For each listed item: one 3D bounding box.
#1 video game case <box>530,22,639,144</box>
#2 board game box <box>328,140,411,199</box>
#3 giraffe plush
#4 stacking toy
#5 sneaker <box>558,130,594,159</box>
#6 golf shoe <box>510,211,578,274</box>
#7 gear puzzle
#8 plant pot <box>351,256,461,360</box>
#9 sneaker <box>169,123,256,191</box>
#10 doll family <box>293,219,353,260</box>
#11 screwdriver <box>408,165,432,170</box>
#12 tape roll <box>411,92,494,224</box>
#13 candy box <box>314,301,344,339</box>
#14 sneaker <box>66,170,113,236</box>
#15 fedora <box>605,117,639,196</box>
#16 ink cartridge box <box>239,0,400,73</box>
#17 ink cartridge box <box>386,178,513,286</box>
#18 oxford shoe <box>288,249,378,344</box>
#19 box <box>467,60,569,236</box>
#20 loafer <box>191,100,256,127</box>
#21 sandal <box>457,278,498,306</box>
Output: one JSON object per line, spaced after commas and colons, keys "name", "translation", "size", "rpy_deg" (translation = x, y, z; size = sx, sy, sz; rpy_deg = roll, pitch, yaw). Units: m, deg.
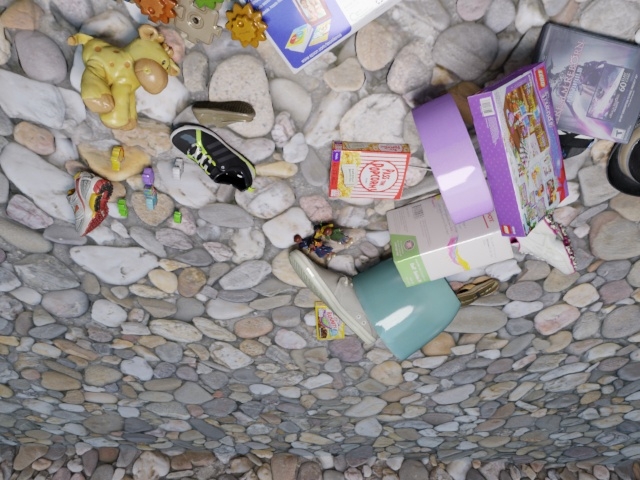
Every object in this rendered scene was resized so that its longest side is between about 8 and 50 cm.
{"name": "video game case", "translation": [0.573, -0.330, 0.957], "size": [0.274, 0.026, 0.196], "rpy_deg": [9, 107, -10]}
{"name": "board game box", "translation": [0.121, -0.178, 1.142], "size": [0.193, 0.045, 0.147], "rpy_deg": [1, 134, -2]}
{"name": "giraffe plush", "translation": [-0.383, -0.347, 0.916], "size": [0.170, 0.181, 0.210], "rpy_deg": [-14, 99, -1]}
{"name": "stacking toy", "translation": [-0.449, -0.137, 1.176], "size": [0.166, 0.052, 0.221], "rpy_deg": [9, 135, -7]}
{"name": "sneaker", "translation": [0.552, -0.246, 1.057], "size": [0.216, 0.079, 0.121], "rpy_deg": [2, 134, -3]}
{"name": "golf shoe", "translation": [0.638, 0.001, 1.295], "size": [0.140, 0.115, 0.306], "rpy_deg": [-24, 124, 35]}
{"name": "gear puzzle", "translation": [-0.258, -0.447, 0.824], "size": [0.338, 0.044, 0.175], "rpy_deg": [25, 142, -13]}
{"name": "plant pot", "translation": [0.270, 0.169, 1.331], "size": [0.235, 0.293, 0.293], "rpy_deg": [-34, 127, 12]}
{"name": "sneaker", "translation": [-0.254, -0.195, 1.084], "size": [0.234, 0.097, 0.084], "rpy_deg": [27, 128, -24]}
{"name": "doll family", "translation": [0.000, 0.000, 1.297], "size": [0.111, 0.076, 0.193], "rpy_deg": [25, 132, -29]}
{"name": "screwdriver", "translation": [0.311, -0.181, 1.159], "size": [0.169, 0.024, 0.025], "rpy_deg": [10, 163, -8]}
{"name": "tape roll", "translation": [0.291, -0.177, 0.984], "size": [0.090, 0.275, 0.275], "rpy_deg": [-20, 131, 18]}
{"name": "candy box", "translation": [0.036, 0.290, 1.613], "size": [0.105, 0.027, 0.206], "rpy_deg": [-4, 135, -1]}
{"name": "sneaker", "translation": [-0.626, -0.100, 1.198], "size": [0.092, 0.088, 0.225], "rpy_deg": [34, 128, -4]}
{"name": "fedora", "translation": [0.887, -0.185, 1.071], "size": [0.333, 0.153, 0.334], "rpy_deg": [0, 135, 0]}
{"name": "ink cartridge box", "translation": [-0.016, -0.512, 0.801], "size": [0.303, 0.072, 0.307], "rpy_deg": [-25, 127, 24]}
{"name": "ink cartridge box", "translation": [0.367, -0.029, 1.177], "size": [0.353, 0.207, 0.119], "rpy_deg": [-18, 131, 17]}
{"name": "oxford shoe", "translation": [0.063, 0.164, 1.427], "size": [0.130, 0.169, 0.449], "rpy_deg": [-46, 118, -5]}
{"name": "box", "translation": [0.404, -0.180, 0.893], "size": [0.057, 0.201, 0.293], "rpy_deg": [6, 122, 53]}
{"name": "loafer", "translation": [-0.220, -0.288, 1.027], "size": [0.147, 0.056, 0.050], "rpy_deg": [8, 135, 6]}
{"name": "sandal", "translation": [0.503, 0.170, 1.492], "size": [0.180, 0.049, 0.072], "rpy_deg": [-27, 136, 5]}
